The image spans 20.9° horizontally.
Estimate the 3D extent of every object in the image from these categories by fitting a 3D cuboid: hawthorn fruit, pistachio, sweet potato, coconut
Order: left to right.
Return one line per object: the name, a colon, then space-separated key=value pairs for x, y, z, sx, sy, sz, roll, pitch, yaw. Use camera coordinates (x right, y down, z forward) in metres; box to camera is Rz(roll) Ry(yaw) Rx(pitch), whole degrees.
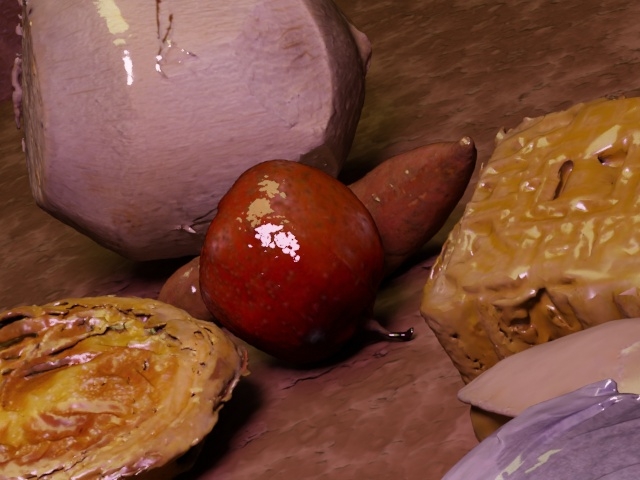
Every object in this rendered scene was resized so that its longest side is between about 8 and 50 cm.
coconut: x=-0.124 y=-0.152 z=1.767 sx=0.360 sy=0.346 sz=0.346 roll=-7 pitch=16 yaw=-15
hawthorn fruit: x=-0.007 y=0.030 z=1.445 sx=0.157 sy=0.194 sz=0.157 roll=-50 pitch=-15 yaw=-18
sweet potato: x=0.011 y=0.002 z=1.572 sx=0.354 sy=0.095 sz=0.106 roll=-27 pitch=-28 yaw=24
pistachio: x=0.175 y=0.111 z=1.051 sx=0.152 sy=0.126 sz=0.223 roll=1 pitch=-6 yaw=-36

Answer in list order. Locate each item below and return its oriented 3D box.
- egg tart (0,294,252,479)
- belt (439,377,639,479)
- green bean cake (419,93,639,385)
egg tart: x=-0.196 y=0.146 z=1.411 sx=0.297 sy=0.132 sz=0.297 roll=-8 pitch=29 yaw=5
belt: x=0.158 y=0.177 z=0.835 sx=0.164 sy=0.184 sz=0.289 roll=-37 pitch=18 yaw=-21
green bean cake: x=0.205 y=0.001 z=1.226 sx=0.224 sy=0.131 sz=0.230 roll=-8 pitch=40 yaw=36
